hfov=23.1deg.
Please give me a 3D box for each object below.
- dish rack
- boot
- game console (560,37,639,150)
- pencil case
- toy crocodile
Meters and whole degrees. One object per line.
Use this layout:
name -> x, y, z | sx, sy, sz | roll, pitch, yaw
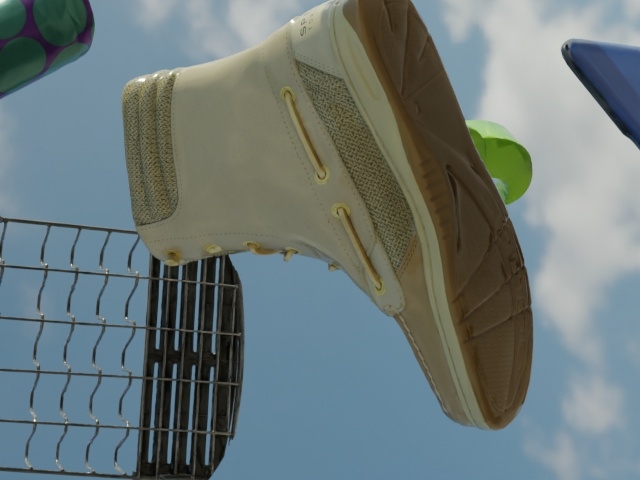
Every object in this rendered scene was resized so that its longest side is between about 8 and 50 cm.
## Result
dish rack -> -0.192, 0.080, 1.147 | 0.271, 0.074, 0.208 | 6, -100, -15
boot -> 0.000, 0.000, 0.921 | 0.095, 0.203, 0.262 | -38, -71, -54
game console -> 0.292, -0.001, 1.157 | 0.293, 0.173, 0.250 | -2, -72, -46
pencil case -> -0.213, -0.115, 0.963 | 0.151, 0.070, 0.064 | -33, -51, -32
toy crocodile -> 0.052, -0.067, 1.552 | 0.340, 0.115, 0.105 | -12, -64, -22
